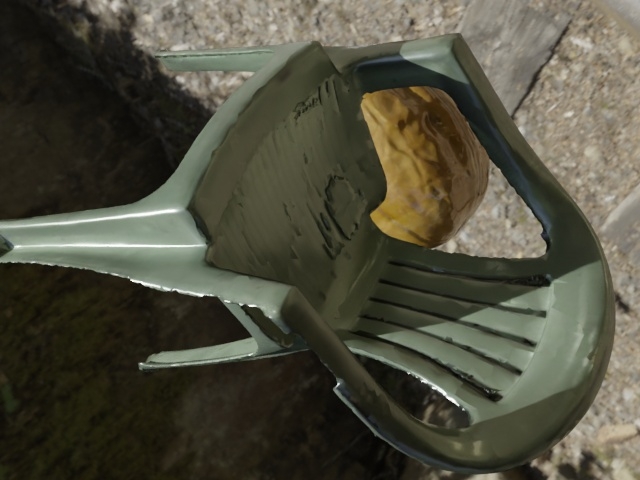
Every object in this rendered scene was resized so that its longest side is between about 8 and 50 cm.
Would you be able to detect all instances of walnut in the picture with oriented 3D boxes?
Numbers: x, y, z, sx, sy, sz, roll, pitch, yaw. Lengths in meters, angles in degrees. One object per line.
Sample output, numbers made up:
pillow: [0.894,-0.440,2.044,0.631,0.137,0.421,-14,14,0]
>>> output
walnut: [0.071,-0.086,0.817,0.197,0.165,0.165,54,146,11]

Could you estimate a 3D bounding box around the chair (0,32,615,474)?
chair: [0.000,0.000,0.482,0.275,0.203,0.190,2,135,41]
